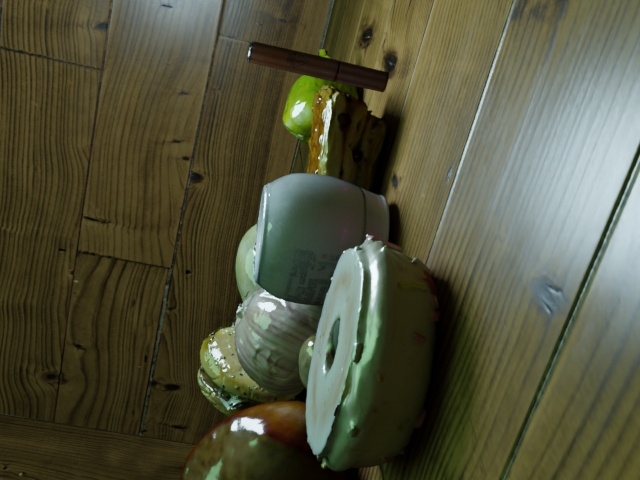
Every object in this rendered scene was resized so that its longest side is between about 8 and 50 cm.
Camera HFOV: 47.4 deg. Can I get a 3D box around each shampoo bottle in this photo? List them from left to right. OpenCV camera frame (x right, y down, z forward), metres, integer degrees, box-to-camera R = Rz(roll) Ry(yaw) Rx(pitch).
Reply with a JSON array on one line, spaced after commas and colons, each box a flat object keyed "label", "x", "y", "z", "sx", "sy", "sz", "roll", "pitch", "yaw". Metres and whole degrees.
[{"label": "shampoo bottle", "x": 0.000, "y": 0.000, "z": 1.522, "sx": 0.273, "sy": 0.267, "sz": 0.272, "roll": -173, "pitch": 90, "yaw": -80}]

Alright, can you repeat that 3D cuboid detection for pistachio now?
[{"label": "pistachio", "x": 0.016, "y": 0.262, "z": 1.534, "sx": 0.206, "sy": 0.130, "sz": 0.131, "roll": 104, "pitch": 178, "yaw": -57}]

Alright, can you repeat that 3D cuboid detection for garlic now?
[{"label": "garlic", "x": -0.074, "y": 0.205, "z": 1.735, "sx": 0.317, "sy": 0.260, "sz": 0.317, "roll": 19, "pitch": -90, "yaw": -89}]

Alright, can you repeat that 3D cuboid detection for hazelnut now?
[{"label": "hazelnut", "x": -0.093, "y": 0.484, "z": 1.399, "sx": 0.366, "sy": 0.366, "sz": 0.365, "roll": -168, "pitch": 90, "yaw": -81}]

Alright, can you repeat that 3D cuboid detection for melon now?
[{"label": "melon", "x": -0.105, "y": 0.104, "z": 2.071, "sx": 0.268, "sy": 0.269, "sz": 0.329, "roll": 128, "pitch": 132, "yaw": -71}]

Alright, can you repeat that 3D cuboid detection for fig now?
[{"label": "fig", "x": 0.016, "y": -0.440, "z": 2.190, "sx": 0.233, "sy": 0.233, "sz": 0.313, "roll": 162, "pitch": 129, "yaw": -80}]

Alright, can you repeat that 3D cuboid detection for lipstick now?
[{"label": "lipstick", "x": -0.007, "y": -0.438, "z": 1.841, "sx": 0.057, "sy": 0.357, "sz": 0.057, "roll": -169, "pitch": 90, "yaw": -80}]

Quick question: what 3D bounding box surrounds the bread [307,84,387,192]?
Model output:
[{"label": "bread", "x": 0.060, "y": -0.201, "z": 1.739, "sx": 0.277, "sy": 0.167, "sz": 0.324, "roll": -110, "pitch": 24, "yaw": -72}]

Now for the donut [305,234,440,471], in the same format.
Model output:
[{"label": "donut", "x": 0.081, "y": 0.184, "z": 1.180, "sx": 0.382, "sy": 0.143, "sz": 0.382, "roll": -167, "pitch": 90, "yaw": -81}]

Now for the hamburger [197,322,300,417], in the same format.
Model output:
[{"label": "hamburger", "x": -0.180, "y": 0.388, "z": 2.110, "sx": 0.277, "sy": 0.318, "sz": 0.195, "roll": 51, "pitch": 135, "yaw": 36}]
